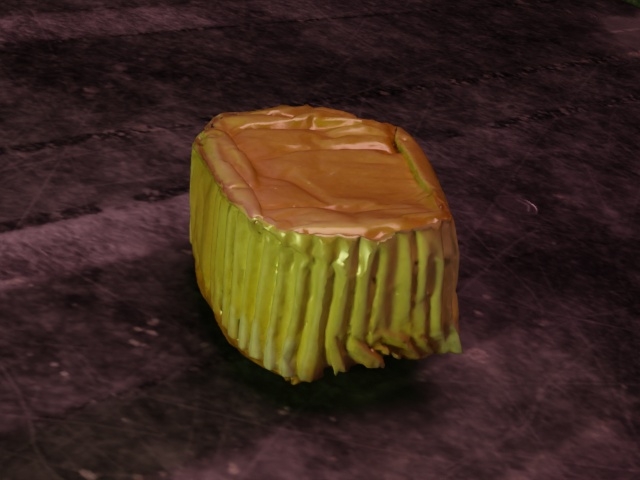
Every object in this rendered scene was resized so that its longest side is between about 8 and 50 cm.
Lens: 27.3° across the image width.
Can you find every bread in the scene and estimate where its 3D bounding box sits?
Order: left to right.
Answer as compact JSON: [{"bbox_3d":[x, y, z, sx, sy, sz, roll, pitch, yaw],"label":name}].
[{"bbox_3d":[0.000,0.000,0.918,0.179,0.133,0.250,1,25,-19],"label":"bread"}]
